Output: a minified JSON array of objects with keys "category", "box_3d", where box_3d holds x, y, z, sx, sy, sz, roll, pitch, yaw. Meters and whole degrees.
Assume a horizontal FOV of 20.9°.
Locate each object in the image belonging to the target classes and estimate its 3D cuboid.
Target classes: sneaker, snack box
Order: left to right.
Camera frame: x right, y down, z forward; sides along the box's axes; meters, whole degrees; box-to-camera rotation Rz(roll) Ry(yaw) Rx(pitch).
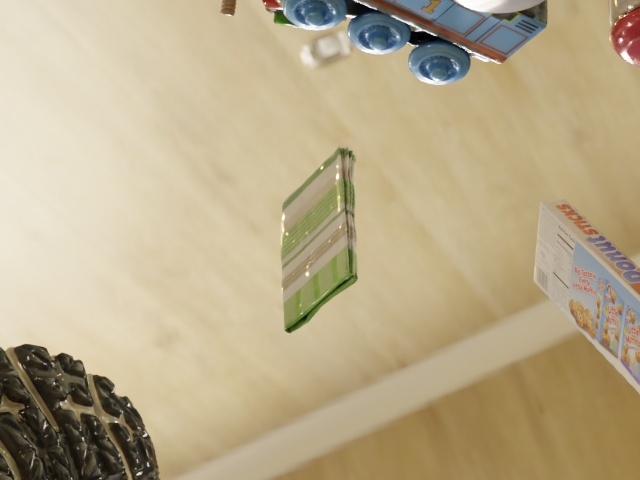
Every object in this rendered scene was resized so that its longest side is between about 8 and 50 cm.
[{"category":"sneaker","box_3d":[-0.212,0.125,0.831,0.283,0.110,0.122,-4,-21,-38]},{"category":"snack box","box_3d":[0.189,0.037,1.151,0.022,0.178,0.064,-6,-63,-17]}]

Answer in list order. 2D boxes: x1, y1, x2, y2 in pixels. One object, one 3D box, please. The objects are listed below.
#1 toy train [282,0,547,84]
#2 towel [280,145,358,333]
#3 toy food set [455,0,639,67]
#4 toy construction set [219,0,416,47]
[{"category":"toy train","box_3d":[0.056,-0.170,1.121,0.184,0.080,0.105,21,-36,-25]},{"category":"towel","box_3d":[0.000,0.000,1.616,0.023,0.152,0.113,20,-41,-27]},{"category":"toy food set","box_3d":[0.134,-0.085,0.492,0.111,0.104,0.232,17,-24,-38]},{"category":"toy construction set","box_3d":[0.077,-0.330,1.791,0.257,0.237,0.309,8,3,-28]}]
